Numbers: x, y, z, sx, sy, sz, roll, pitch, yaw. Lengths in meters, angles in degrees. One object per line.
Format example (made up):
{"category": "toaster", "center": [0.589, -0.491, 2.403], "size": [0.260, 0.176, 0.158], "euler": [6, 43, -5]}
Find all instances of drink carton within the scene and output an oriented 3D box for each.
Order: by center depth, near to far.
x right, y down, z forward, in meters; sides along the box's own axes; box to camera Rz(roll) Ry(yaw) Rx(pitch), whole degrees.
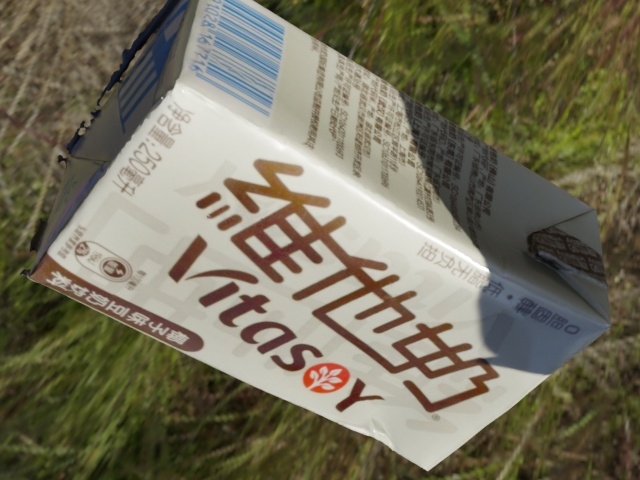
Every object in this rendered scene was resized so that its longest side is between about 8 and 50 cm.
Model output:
{"category": "drink carton", "center": [-0.001, 0.000, 0.843], "size": [0.324, 0.132, 0.194], "euler": [28, 130, -19]}
